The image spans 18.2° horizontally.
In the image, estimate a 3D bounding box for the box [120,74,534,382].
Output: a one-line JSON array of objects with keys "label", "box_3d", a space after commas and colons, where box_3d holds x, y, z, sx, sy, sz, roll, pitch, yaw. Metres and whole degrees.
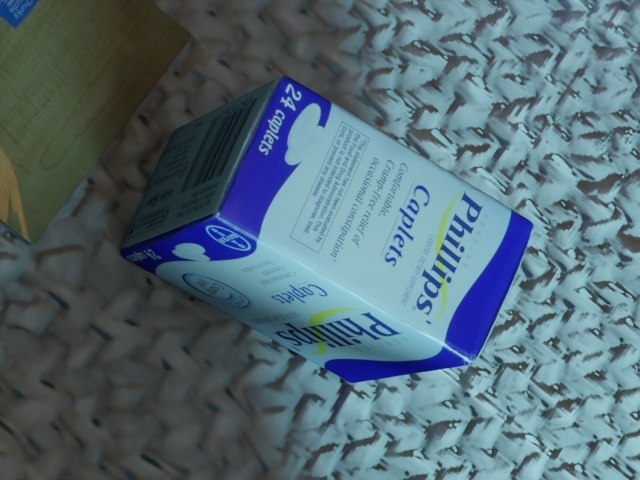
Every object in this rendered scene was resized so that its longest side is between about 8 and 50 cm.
[{"label": "box", "box_3d": [0.000, 0.000, 0.892, 0.137, 0.126, 0.072, 29, 72, -18]}]

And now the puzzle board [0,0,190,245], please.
[{"label": "puzzle board", "box_3d": [-0.131, -0.076, 0.905, 0.096, 0.011, 0.128, 40, 69, -14]}]
